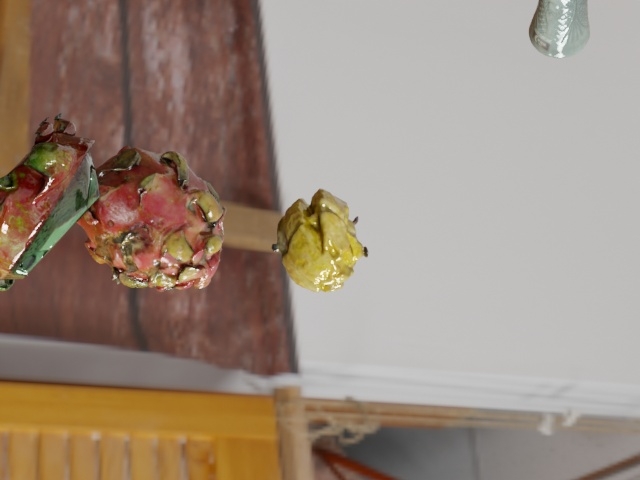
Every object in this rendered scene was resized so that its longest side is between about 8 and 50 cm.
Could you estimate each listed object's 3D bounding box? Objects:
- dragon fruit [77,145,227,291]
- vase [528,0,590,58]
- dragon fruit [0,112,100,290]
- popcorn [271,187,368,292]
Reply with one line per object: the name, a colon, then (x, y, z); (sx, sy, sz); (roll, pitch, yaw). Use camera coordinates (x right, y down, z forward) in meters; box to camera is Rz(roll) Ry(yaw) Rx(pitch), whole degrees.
dragon fruit: (-0.298, -0.037, 2.390); (0.291, 0.250, 0.269); (35, -29, 29)
vase: (0.367, -0.375, 1.943); (0.219, 0.096, 0.096); (78, 4, -63)
dragon fruit: (-0.420, -0.054, 1.876); (0.268, 0.130, 0.295); (-44, -172, 28)
popcorn: (0.000, 0.000, 2.075); (0.148, 0.152, 0.167); (-173, -102, -71)
